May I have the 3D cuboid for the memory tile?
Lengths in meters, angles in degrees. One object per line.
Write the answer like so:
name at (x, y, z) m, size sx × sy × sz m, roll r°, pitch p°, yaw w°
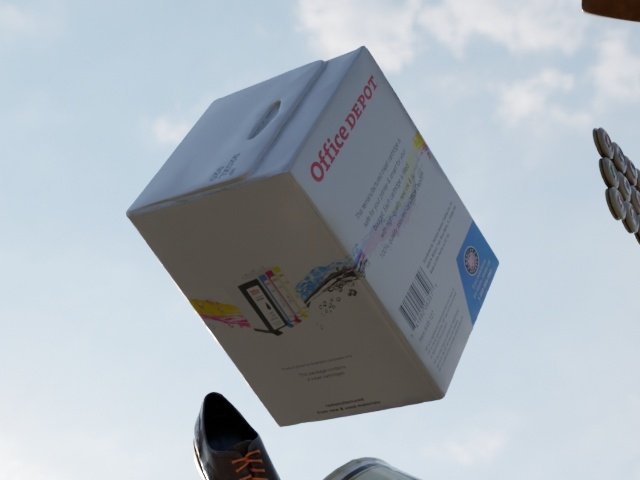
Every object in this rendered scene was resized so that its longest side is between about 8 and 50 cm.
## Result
memory tile at (0.335, -0.051, 1.581) m, size 0.012 × 0.113 × 0.148 m, roll -20°, pitch -31°, yaw 26°

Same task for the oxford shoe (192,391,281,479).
oxford shoe at (-0.090, 0.297, 1.739) m, size 0.097 × 0.271 × 0.098 m, roll -20°, pitch -43°, yaw -18°

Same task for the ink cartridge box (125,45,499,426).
ink cartridge box at (0.000, 0.000, 1.157) m, size 0.168 × 0.171 × 0.233 m, roll -15°, pitch -60°, yaw 36°

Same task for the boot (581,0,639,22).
boot at (0.420, -0.334, 1.536) m, size 0.280 × 0.096 × 0.264 m, roll 27°, pitch -54°, yaw 36°

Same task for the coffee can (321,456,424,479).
coffee can at (0.119, 0.317, 1.184) m, size 0.275 × 0.201 × 0.201 m, roll 19°, pitch -26°, yaw 35°
